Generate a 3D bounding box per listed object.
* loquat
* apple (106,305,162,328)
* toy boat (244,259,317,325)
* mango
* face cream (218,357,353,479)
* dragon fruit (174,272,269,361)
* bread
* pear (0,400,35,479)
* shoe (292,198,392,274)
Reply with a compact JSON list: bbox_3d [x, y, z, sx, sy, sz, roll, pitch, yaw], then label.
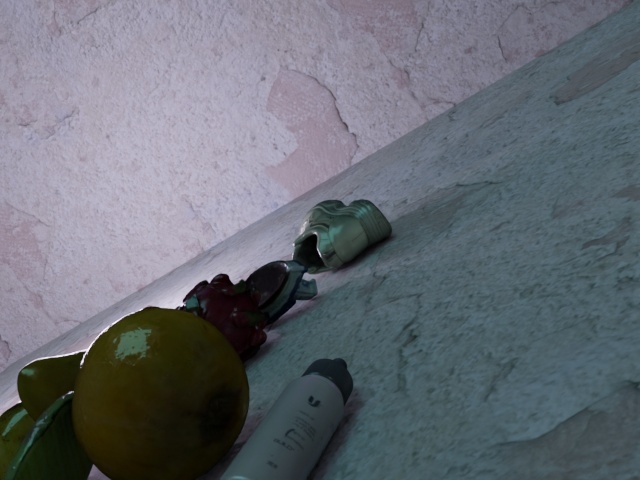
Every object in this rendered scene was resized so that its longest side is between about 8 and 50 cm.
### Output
[{"bbox_3d":[-0.243,0.236,1.260,0.275,0.274,0.275,-31,10,6],"label":"loquat"},{"bbox_3d":[-0.439,0.259,2.050,0.201,0.162,0.201,-29,-1,0],"label":"apple"},{"bbox_3d":[-0.096,0.122,1.827,0.262,0.115,0.114,-34,50,37],"label":"toy boat"},{"bbox_3d":[-0.398,0.292,1.524,0.142,0.195,0.332,-37,-16,21],"label":"mango"},{"bbox_3d":[-0.029,0.241,1.069,0.092,0.092,0.311,-26,12,31],"label":"face cream"},{"bbox_3d":[-0.218,0.187,1.670,0.272,0.219,0.198,-51,-25,-47],"label":"dragon fruit"},{"bbox_3d":[-0.426,0.376,1.278,0.301,0.045,0.301,16,-90,-81],"label":"bread"},{"bbox_3d":[-0.526,0.393,1.578,0.197,0.197,0.197,-31,10,6],"label":"pear"},{"bbox_3d":[0.000,0.000,1.995,0.211,0.132,0.342,-34,14,-25],"label":"shoe"}]
